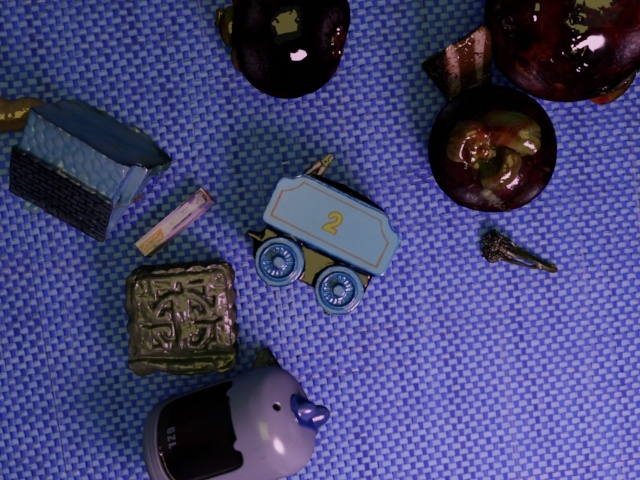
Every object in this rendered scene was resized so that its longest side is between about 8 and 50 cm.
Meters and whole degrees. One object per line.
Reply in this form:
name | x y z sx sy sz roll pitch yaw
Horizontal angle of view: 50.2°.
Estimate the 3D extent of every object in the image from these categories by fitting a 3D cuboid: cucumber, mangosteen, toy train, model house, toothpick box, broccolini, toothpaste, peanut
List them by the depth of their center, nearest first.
mangosteen | 0.532 -0.468 1.416 0.380 0.421 0.381 -2 86 36
mangosteen | -0.094 -0.443 1.428 0.302 0.275 0.275 19 93 22
toothpick box | -0.159 0.403 1.439 0.354 0.263 0.263 -23 95 18
mangosteen | 0.361 -0.193 1.446 0.287 0.288 0.288 0 94 -4
model house | -0.493 -0.131 1.453 0.261 0.226 0.241 31 106 -2
peanut | -0.680 -0.274 1.478 0.174 0.080 0.080 -9 95 -6
toy train | 0.000 0.000 1.485 0.300 0.188 0.265 25 92 -2
toothpaste | -0.325 -0.039 1.534 0.196 0.040 0.047 -40 93 0
cucumber | -0.080 0.375 1.565 0.077 0.077 0.265 -30 97 -1
broccolini | 0.462 0.038 1.596 0.201 0.058 0.074 21 107 -20

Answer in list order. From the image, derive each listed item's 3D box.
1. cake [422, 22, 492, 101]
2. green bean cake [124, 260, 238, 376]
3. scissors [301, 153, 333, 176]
cake | 0.313 -0.364 1.450 0.112 0.246 0.135 -33 98 1
green bean cake | -0.303 0.174 1.509 0.240 0.132 0.255 -1 94 -7
scissors | -0.013 -0.154 1.558 0.113 0.012 0.039 -44 95 0
